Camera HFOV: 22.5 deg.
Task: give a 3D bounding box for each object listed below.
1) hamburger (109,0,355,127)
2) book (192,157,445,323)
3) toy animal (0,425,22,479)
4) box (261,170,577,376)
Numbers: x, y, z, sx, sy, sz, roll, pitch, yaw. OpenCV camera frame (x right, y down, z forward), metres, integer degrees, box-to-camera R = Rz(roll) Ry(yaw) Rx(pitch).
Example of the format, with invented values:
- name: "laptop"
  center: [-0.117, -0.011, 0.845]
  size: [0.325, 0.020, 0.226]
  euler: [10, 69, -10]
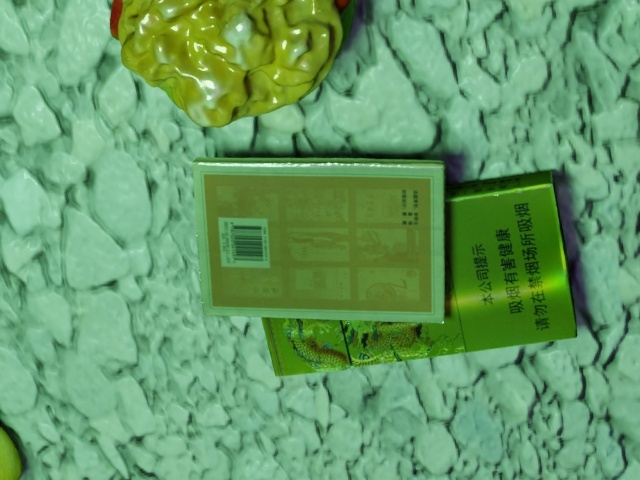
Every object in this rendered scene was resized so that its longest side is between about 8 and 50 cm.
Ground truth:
- name: "hamburger"
  center: [-0.079, -0.212, 1.443]
  size: [0.237, 0.149, 0.237]
  euler: [3, 114, 7]
- name: "book"
  center: [0.000, 0.000, 1.553]
  size: [0.242, 0.018, 0.170]
  euler: [2, 115, 7]
- name: "toy animal"
  center: [-0.370, 0.192, 1.715]
  size: [0.070, 0.083, 0.159]
  euler: [-5, 105, 39]
- name: "box"
  center: [0.089, 0.036, 1.593]
  size: [0.311, 0.043, 0.173]
  euler: [-8, 114, 11]
